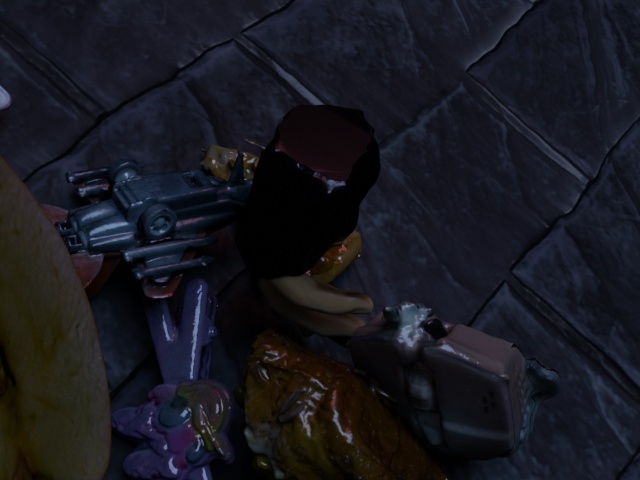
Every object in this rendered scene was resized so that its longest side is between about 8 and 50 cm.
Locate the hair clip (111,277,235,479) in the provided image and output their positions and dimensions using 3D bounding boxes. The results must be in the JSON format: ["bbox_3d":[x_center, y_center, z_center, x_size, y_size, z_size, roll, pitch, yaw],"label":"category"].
[{"bbox_3d":[-0.149,0.157,1.085,0.137,0.090,0.278,-9,54,9],"label":"hair clip"}]

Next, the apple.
[{"bbox_3d":[-0.301,0.102,0.860,0.295,0.329,0.365,-25,112,-24],"label":"apple"}]

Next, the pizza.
[{"bbox_3d":[-0.039,-0.040,1.274,0.147,0.069,0.226,-15,68,-29],"label":"pizza"}]

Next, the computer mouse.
[{"bbox_3d":[0.128,0.153,1.081,0.199,0.389,0.115,8,74,24],"label":"computer mouse"}]

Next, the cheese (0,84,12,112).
[{"bbox_3d":[-0.445,-0.242,1.212,0.249,0.071,0.163,26,53,-7],"label":"cheese"}]

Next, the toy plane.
[{"bbox_3d":[-0.146,-0.039,1.158,0.326,0.104,0.223,-23,49,-22],"label":"toy plane"}]

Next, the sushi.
[{"bbox_3d":[0.011,0.216,1.042,0.296,0.179,0.167,47,33,-32],"label":"sushi"}]

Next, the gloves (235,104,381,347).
[{"bbox_3d":[-0.006,-0.005,1.104,0.152,0.301,0.197,7,40,19],"label":"gloves"}]
